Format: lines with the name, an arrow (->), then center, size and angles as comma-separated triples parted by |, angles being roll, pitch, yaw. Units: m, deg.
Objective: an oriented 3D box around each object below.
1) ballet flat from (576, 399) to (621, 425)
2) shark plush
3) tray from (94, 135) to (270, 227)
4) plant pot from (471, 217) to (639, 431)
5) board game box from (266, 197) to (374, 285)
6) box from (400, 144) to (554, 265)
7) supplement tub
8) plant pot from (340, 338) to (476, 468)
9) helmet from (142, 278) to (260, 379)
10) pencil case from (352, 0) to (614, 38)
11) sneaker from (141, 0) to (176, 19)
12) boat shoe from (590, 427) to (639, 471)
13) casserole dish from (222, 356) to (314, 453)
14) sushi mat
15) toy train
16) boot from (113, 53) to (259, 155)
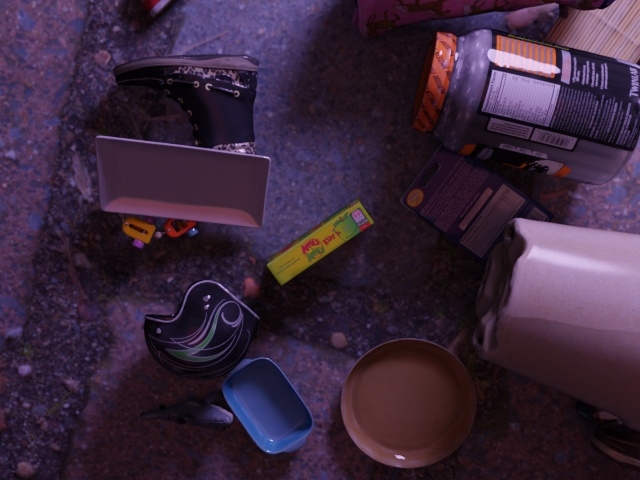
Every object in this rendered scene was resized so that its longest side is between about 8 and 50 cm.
ballet flat -> 0.544, 0.271, 1.177 | 0.203, 0.074, 0.074 | -19, 97, 4
shark plush -> -0.232, 0.299, 1.200 | 0.161, 0.067, 0.073 | 12, 99, 0
tray -> -0.220, -0.097, 1.106 | 0.270, 0.030, 0.145 | 6, 128, -5
plant pot -> 0.406, 0.111, 1.034 | 0.305, 0.334, 0.334 | 15, 98, 3
board game box -> 0.000, 0.000, 1.139 | 0.181, 0.092, 0.043 | -34, 97, 6
box -> 0.259, -0.055, 1.153 | 0.225, 0.036, 0.136 | 36, 97, -6
supplement tub -> 0.309, -0.209, 1.051 | 0.316, 0.193, 0.194 | 14, 98, 0
plant pot -> 0.153, 0.283, 1.208 | 0.236, 0.032, 0.236 | 0, 97, 2
helmet -> -0.199, 0.149, 1.132 | 0.169, 0.169, 0.161 | 40, 81, -4
pencil case -> 0.232, -0.401, 1.021 | 0.386, 0.160, 0.167 | -3, 113, 9
sneaker -> -0.249, -0.423, 1.109 | 0.118, 0.042, 0.067 | -41, 99, 9
boat shoe -> 0.590, 0.348, 1.182 | 0.257, 0.095, 0.095 | 16, 95, -13
casserole dish -> -0.091, 0.287, 1.211 | 0.114, 0.037, 0.188 | -33, 95, 6
sushi mat -> 0.494, -0.397, 1.068 | 0.151, 0.019, 0.316 | 31, 113, -1
toy train -> -0.287, -0.057, 1.165 | 0.125, 0.046, 0.166 | -38, 93, -5
boot -> -0.214, -0.208, 1.119 | 0.236, 0.085, 0.179 | -2, 100, 1
